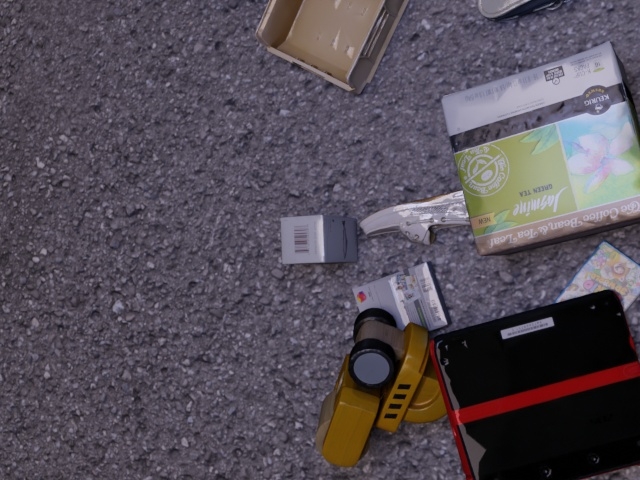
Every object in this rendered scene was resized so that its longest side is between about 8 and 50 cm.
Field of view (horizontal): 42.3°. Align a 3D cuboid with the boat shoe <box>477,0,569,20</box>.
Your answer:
[{"bbox_3d":[0.448,-0.511,1.676,0.254,0.079,0.095,-23,82,26],"label":"boat shoe"}]

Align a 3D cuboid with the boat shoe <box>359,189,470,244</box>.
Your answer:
[{"bbox_3d":[0.217,-0.036,1.771,0.277,0.098,0.096,-14,83,24],"label":"boat shoe"}]

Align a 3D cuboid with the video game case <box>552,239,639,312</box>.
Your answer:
[{"bbox_3d":[0.562,0.100,1.651,0.119,0.015,0.166,40,106,20],"label":"video game case"}]

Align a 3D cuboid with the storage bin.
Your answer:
[{"bbox_3d":[0.024,-0.501,1.854,0.262,0.123,0.260,30,102,22],"label":"storage bin"}]

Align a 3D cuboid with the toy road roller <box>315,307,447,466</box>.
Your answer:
[{"bbox_3d":[0.147,0.327,1.743,0.240,0.202,0.330,21,111,-1],"label":"toy road roller"}]

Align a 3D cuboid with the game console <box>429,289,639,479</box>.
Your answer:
[{"bbox_3d":[0.439,0.306,1.614,0.386,0.060,0.342,-16,82,2],"label":"game console"}]

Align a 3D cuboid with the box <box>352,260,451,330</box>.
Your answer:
[{"bbox_3d":[0.178,0.144,1.821,0.186,0.038,0.145,-22,81,23],"label":"box"}]

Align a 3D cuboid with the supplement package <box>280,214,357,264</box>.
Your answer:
[{"bbox_3d":[0.000,0.000,1.828,0.105,0.179,0.105,-4,88,26],"label":"supplement package"}]

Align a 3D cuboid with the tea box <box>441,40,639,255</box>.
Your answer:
[{"bbox_3d":[0.447,-0.159,1.595,0.329,0.220,0.324,-16,83,24],"label":"tea box"}]
